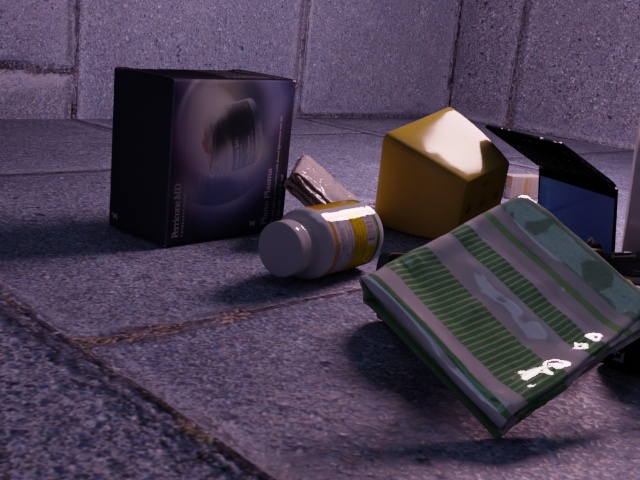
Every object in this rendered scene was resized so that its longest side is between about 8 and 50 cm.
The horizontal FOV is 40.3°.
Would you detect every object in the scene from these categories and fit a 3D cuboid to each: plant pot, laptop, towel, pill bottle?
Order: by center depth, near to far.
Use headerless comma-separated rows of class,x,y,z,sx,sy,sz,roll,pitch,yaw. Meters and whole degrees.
towel,0.229,0.069,1.030,0.325,0.038,0.248,-25,58,-36
pill bottle,0.000,0.000,1.410,0.118,0.117,0.208,15,17,34
laptop,0.445,-0.092,1.697,0.264,0.136,0.234,29,1,-29
towel,0.018,-0.086,1.707,0.187,0.049,0.282,42,12,-7
plant pot,0.255,-0.116,1.758,0.212,0.212,0.187,-27,46,-37

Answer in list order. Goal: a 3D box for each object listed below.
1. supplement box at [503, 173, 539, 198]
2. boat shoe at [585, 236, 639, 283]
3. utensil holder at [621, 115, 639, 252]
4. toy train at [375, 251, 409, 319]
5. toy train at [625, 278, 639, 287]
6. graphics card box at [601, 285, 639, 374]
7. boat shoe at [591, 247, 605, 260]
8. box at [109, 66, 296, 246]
supplement box,0.532,-0.143,2.301,0.098,0.062,0.036,0,16,-25
boat shoe,0.509,0.025,1.612,0.206,0.065,0.075,17,18,39
utensil holder,0.781,-0.082,1.631,0.386,0.327,0.327,8,14,17
toy train,0.235,0.069,1.212,0.334,0.142,0.190,-1,6,-25
toy train,0.516,0.086,1.424,0.166,0.046,0.125,8,13,-1
graphics card box,0.576,0.144,1.110,0.371,0.094,0.233,17,18,34
boat shoe,0.408,0.040,1.504,0.224,0.080,0.073,0,9,-43
box,-0.216,-0.162,1.609,0.183,0.296,0.294,19,20,40
